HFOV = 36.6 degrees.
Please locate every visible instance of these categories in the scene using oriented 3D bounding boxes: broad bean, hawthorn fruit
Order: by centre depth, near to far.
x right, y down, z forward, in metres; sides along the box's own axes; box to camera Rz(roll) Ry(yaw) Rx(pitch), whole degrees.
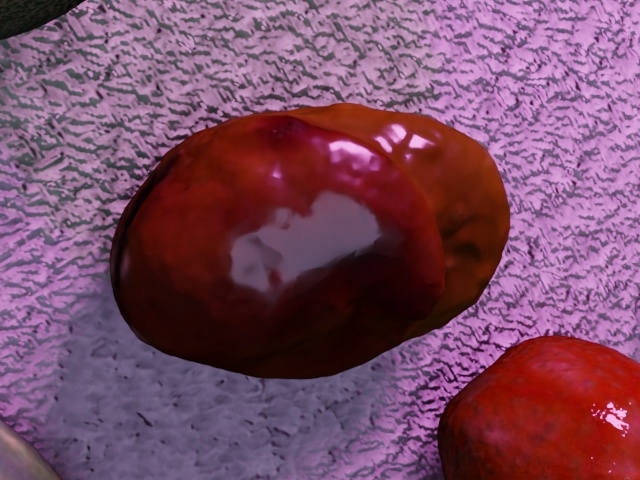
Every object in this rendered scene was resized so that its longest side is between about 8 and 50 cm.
[{"bbox_3d":[0.001,0.003,0.533,0.229,0.122,0.156,-3,101,-14],"label":"broad bean"},{"bbox_3d":[0.167,0.137,0.570,0.163,0.203,0.162,0,89,-27],"label":"hawthorn fruit"}]

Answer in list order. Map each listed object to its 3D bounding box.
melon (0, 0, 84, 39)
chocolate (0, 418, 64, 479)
[{"bbox_3d":[-0.191,-0.165,0.399,0.288,0.182,0.182,-1,102,-17],"label":"melon"},{"bbox_3d":[-0.172,0.167,0.527,0.110,0.110,0.291,-34,108,-9],"label":"chocolate"}]
